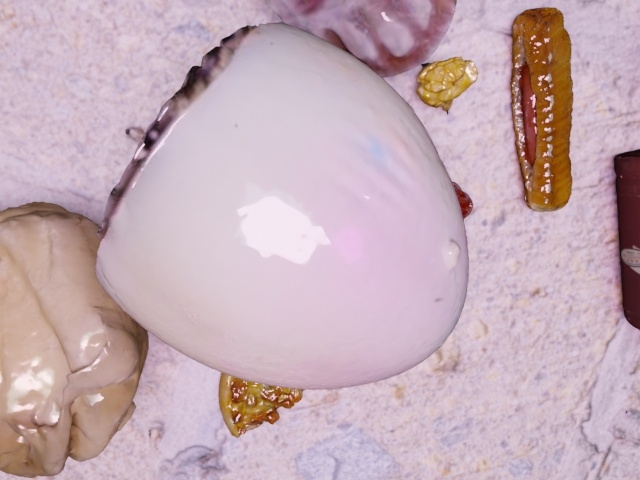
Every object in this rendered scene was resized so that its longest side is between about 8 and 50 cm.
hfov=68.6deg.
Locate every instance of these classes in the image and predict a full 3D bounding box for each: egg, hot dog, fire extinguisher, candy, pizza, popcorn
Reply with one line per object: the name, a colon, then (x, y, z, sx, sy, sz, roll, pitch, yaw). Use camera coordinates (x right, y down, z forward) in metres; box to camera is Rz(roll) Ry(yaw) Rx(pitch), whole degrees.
egg: (0.000, 0.000, 0.519, 0.340, 0.354, 0.354, 34, 95, -5)
hot dog: (0.322, -0.182, 0.670, 0.083, 0.068, 0.289, -11, 100, -10)
fire extinguisher: (0.510, 0.035, 0.693, 0.114, 0.135, 0.337, -4, 103, 32)
candy: (0.036, -0.338, 0.549, 0.214, 0.157, 0.289, -27, 123, 30)
pizza: (-0.087, 0.218, 0.714, 0.134, 0.046, 0.175, 3, 99, -5)
popcorn: (0.165, -0.226, 0.651, 0.084, 0.084, 0.084, -1, 100, -5)

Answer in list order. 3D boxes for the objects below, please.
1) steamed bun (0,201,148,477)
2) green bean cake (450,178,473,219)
steamed bun: (-0.374, 0.115, 0.574, 0.372, 0.230, 0.324, -5, 76, 6)
green bean cake: (0.136, -0.045, 0.683, 0.136, 0.056, 0.135, 38, 96, -10)
